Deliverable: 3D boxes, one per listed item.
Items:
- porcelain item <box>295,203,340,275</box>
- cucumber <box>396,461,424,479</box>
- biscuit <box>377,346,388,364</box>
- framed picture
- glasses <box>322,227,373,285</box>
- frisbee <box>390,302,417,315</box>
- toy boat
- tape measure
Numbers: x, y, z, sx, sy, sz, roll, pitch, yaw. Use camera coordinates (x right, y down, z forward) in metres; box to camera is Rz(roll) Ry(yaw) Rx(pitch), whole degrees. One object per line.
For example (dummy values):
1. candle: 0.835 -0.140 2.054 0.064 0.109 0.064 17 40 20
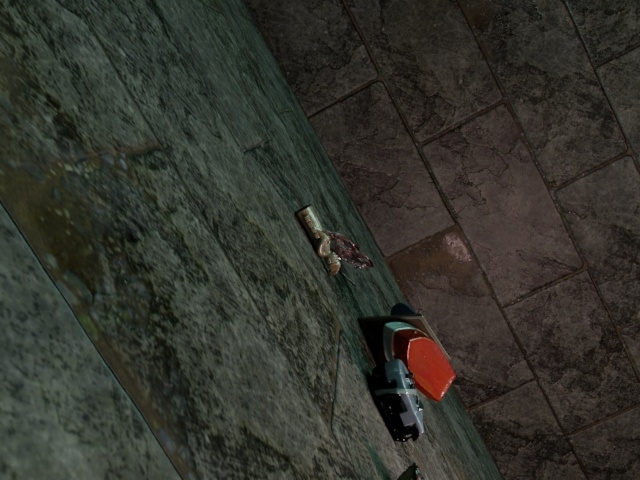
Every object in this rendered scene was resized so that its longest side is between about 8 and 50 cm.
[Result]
1. porcelain item: 0.000 0.000 1.811 0.213 0.054 0.084 62 11 -8
2. cucumber: 0.231 0.590 1.330 0.265 0.077 0.077 59 10 -14
3. biscuit: 0.237 0.438 1.908 0.254 0.035 0.254 59 11 -19
4. framed picture: 0.262 0.302 1.939 0.274 0.217 0.017 56 40 -43
5. glasses: 0.068 0.047 2.041 0.162 0.095 0.255 33 -13 44
6. frisbee: 0.321 0.368 2.278 0.289 0.049 0.289 53 -26 39
7. toy boat: 0.276 0.348 1.875 0.133 0.145 0.332 21 -23 46
8. tape measure: 0.203 0.401 1.625 0.182 0.107 0.180 -44 113 -78
